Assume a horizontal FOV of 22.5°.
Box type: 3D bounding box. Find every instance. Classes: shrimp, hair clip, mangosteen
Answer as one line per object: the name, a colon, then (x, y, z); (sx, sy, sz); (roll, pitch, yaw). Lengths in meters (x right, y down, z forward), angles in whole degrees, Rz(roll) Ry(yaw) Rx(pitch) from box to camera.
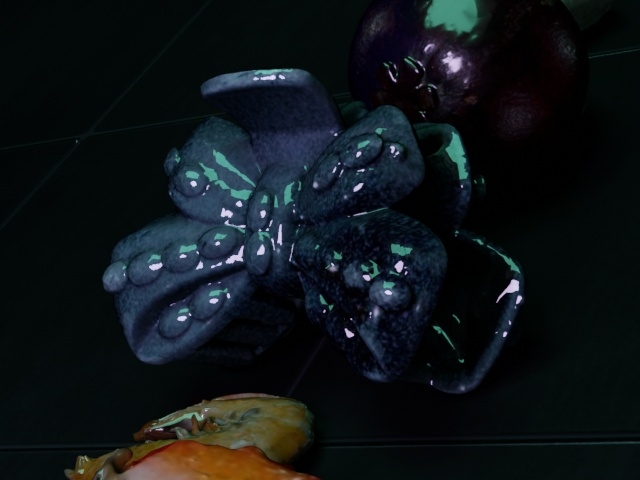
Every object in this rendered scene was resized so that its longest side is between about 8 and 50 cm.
shrimp: (-0.090, 0.150, 1.117); (0.187, 0.052, 0.132); (-11, 12, 16)
hair clip: (-0.002, -0.006, 1.130); (0.310, 0.206, 0.194); (2, -4, 41)
mangosteen: (0.131, -0.137, 1.292); (0.194, 0.194, 0.230); (-3, 9, 37)

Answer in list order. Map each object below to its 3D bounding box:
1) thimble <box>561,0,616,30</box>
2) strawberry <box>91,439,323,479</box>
thimble: (0.203, -0.233, 1.464); (0.090, 0.102, 0.115); (-35, 58, -17)
strawberry: (-0.045, 0.216, 0.908); (0.236, 0.111, 0.190); (16, 33, 21)
